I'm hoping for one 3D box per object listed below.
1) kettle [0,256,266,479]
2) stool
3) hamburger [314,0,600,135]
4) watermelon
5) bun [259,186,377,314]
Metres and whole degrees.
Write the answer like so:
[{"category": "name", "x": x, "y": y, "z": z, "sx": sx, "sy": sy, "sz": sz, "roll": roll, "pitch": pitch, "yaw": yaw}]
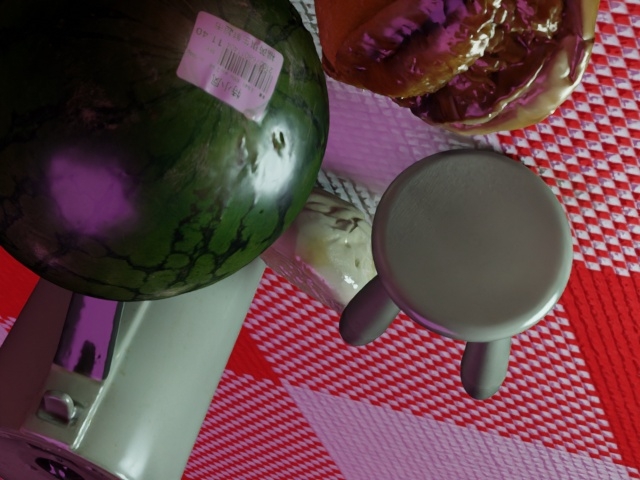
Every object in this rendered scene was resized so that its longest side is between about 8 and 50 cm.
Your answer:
[{"category": "kettle", "x": -0.218, "y": 0.082, "z": 2.101, "sx": 0.250, "sy": 0.376, "sz": 0.361, "roll": 19, "pitch": 156, "yaw": 11}, {"category": "stool", "x": 0.138, "y": 0.029, "z": 1.908, "sx": 0.195, "sy": 0.195, "sz": 0.198, "roll": 23, "pitch": 161, "yaw": 3}, {"category": "hamburger", "x": 0.101, "y": -0.206, "z": 1.433, "sx": 0.163, "sy": 0.244, "sz": 0.244, "roll": 12, "pitch": 163, "yaw": -28}, {"category": "watermelon", "x": -0.167, "y": -0.109, "z": 1.727, "sx": 0.363, "sy": 0.363, "sz": 0.363, "roll": 20, "pitch": 155, "yaw": 10}, {"category": "bun", "x": 0.000, "y": 0.000, "z": 2.058, "sx": 0.183, "sy": 0.102, "sz": 0.183, "roll": 36, "pitch": 174, "yaw": 5}]
